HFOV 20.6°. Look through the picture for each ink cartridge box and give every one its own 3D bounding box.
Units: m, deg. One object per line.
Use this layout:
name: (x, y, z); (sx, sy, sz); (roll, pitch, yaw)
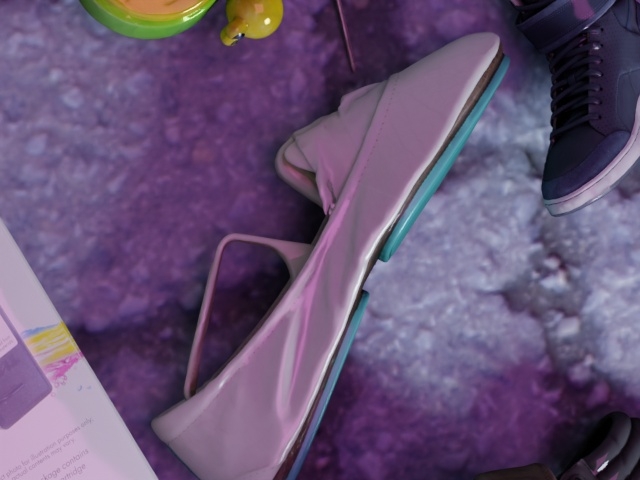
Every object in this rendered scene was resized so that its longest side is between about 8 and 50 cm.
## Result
ink cartridge box: (-0.244, 0.063, 1.150); (0.119, 0.207, 0.353); (-32, 101, -17)

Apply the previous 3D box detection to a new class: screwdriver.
screwdriver: (0.009, -0.211, 1.330); (0.025, 0.024, 0.170); (-32, 111, -45)

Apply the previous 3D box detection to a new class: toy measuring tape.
toy measuring tape: (-0.171, -0.235, 1.222); (0.330, 0.121, 0.121); (36, 81, -8)

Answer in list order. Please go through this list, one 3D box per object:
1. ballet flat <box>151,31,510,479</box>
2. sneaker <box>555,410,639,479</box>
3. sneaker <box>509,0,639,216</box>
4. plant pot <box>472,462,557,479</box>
ballet flat: (0.000, 0.000, 1.286); (0.139, 0.139, 0.400); (30, 83, -18)
sneaker: (0.220, 0.262, 1.348); (0.147, 0.104, 0.296); (28, 60, -2)
sneaker: (0.182, -0.134, 1.324); (0.163, 0.086, 0.226); (49, 44, -18)
plant pot: (0.070, 0.302, 1.269); (0.229, 0.263, 0.263); (-5, 94, -2)
